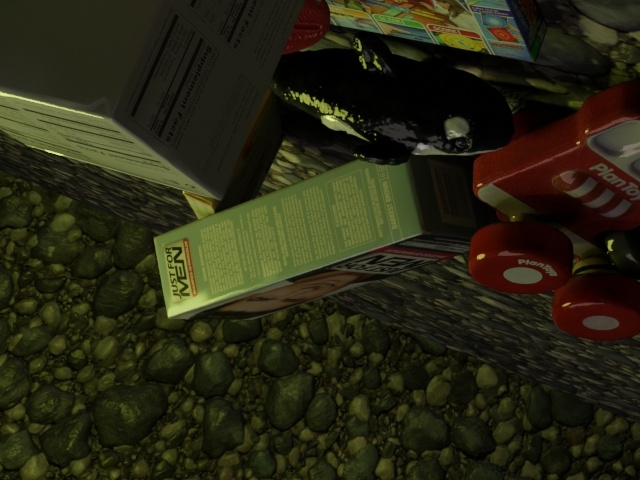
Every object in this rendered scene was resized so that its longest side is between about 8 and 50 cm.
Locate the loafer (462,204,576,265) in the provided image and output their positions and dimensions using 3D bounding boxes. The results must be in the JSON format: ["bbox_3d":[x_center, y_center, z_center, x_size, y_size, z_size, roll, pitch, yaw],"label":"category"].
[{"bbox_3d":[0.256,-0.002,1.428,0.095,0.109,0.302,17,178,-9],"label":"loafer"}]

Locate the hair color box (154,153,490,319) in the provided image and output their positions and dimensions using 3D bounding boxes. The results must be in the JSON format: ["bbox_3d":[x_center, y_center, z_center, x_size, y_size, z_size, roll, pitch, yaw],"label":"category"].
[{"bbox_3d":[0.000,0.000,1.418,0.375,0.113,0.185,-19,166,31],"label":"hair color box"}]

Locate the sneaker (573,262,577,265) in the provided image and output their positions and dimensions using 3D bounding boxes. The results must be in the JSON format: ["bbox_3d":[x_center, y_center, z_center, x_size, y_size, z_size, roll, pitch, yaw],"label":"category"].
[{"bbox_3d":[0.362,0.022,1.404,0.153,0.094,0.235,7,169,39],"label":"sneaker"}]

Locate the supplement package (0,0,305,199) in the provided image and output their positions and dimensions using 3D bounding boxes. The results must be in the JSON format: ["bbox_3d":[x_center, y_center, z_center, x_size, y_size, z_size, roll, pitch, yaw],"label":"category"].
[{"bbox_3d":[-0.134,-0.191,0.830,0.204,0.261,0.145,16,168,30],"label":"supplement package"}]

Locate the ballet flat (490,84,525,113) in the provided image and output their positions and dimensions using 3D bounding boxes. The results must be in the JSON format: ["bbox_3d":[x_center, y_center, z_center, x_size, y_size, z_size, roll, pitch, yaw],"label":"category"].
[{"bbox_3d":[0.159,-0.138,1.153,0.041,0.041,0.114,25,168,-20],"label":"ballet flat"}]

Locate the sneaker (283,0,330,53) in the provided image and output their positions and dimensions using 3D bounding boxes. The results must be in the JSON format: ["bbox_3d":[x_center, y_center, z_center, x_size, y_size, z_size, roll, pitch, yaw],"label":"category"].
[{"bbox_3d":[-0.096,-0.238,0.996,0.221,0.128,0.087,9,146,-1],"label":"sneaker"}]

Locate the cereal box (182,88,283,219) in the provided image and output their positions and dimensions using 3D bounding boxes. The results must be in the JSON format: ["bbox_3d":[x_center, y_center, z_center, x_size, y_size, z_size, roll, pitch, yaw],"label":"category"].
[{"bbox_3d":[-0.107,-0.100,1.505,0.047,0.173,0.240,24,171,7],"label":"cereal box"}]

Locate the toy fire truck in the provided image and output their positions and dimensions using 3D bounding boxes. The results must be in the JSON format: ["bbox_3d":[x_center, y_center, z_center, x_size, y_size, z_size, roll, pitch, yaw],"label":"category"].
[{"bbox_3d":[0.302,-0.032,1.124,0.302,0.169,0.254,28,149,-31],"label":"toy fire truck"}]

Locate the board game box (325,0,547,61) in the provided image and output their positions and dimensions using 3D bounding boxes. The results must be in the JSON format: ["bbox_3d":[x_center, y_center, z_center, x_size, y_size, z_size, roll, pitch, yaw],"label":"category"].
[{"bbox_3d":[0.076,-0.209,0.955,0.201,0.035,0.136,16,169,26],"label":"board game box"}]

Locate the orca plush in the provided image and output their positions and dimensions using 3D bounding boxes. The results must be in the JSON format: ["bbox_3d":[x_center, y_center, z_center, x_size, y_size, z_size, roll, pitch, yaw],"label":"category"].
[{"bbox_3d":[0.049,-0.169,1.093,0.287,0.151,0.102,33,148,34],"label":"orca plush"}]
